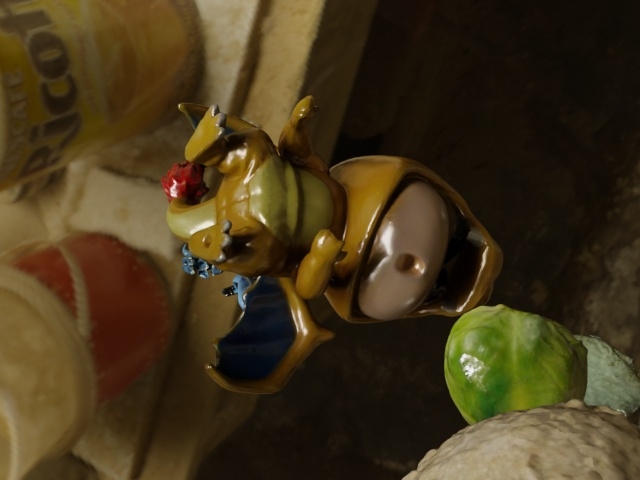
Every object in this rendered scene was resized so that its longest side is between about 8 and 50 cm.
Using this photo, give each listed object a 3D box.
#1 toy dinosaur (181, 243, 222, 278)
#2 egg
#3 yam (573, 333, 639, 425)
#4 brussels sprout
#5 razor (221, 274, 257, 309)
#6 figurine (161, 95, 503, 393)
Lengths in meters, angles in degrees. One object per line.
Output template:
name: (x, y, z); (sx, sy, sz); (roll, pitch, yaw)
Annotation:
toy dinosaur: (-0.176, 0.030, 1.788); (0.083, 0.047, 0.030); (16, 125, 20)
egg: (0.170, 0.272, 0.938); (0.279, 0.310, 0.279); (37, 162, 14)
yam: (0.327, 0.264, 1.586); (0.168, 0.168, 0.304); (25, 142, 17)
brussels sprout: (0.194, 0.149, 1.229); (0.151, 0.122, 0.149); (9, 130, 23)
razor: (-0.117, 0.079, 1.878); (0.082, 0.253, 0.042); (-18, 99, -4)
figurine: (-0.002, -0.035, 1.474); (0.268, 0.387, 0.401); (-49, 44, 38)
